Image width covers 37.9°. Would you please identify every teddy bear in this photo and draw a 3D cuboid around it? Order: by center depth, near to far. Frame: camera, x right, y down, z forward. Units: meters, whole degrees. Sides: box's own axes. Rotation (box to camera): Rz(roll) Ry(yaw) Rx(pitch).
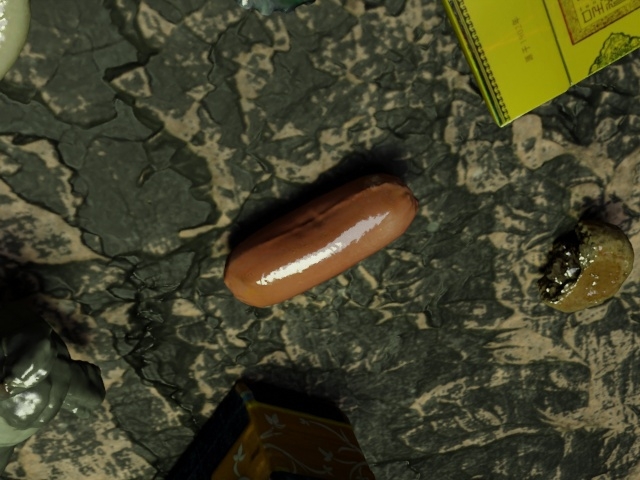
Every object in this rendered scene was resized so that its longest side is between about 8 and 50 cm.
[{"bbox_3d":[-0.295,0.134,0.838,0.251,0.144,0.171,-38,152,14],"label":"teddy bear"}]

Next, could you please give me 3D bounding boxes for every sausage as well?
[{"bbox_3d":[0.000,0.000,0.863,0.194,0.077,0.077,-29,132,6],"label":"sausage"}]

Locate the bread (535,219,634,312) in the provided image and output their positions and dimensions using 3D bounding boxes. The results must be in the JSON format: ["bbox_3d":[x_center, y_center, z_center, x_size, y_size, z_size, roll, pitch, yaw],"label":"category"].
[{"bbox_3d":[0.285,0.026,0.993,0.082,0.060,0.113,13,125,-27],"label":"bread"}]

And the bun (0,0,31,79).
[{"bbox_3d":[-0.277,-0.165,0.599,0.173,0.113,0.167,-11,124,-8],"label":"bun"}]

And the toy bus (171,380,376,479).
[{"bbox_3d":[-0.087,0.330,1.029,0.162,0.194,0.323,20,117,-32],"label":"toy bus"}]

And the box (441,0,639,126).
[{"bbox_3d":[0.244,-0.226,0.782,0.279,0.041,0.153,-30,133,6],"label":"box"}]

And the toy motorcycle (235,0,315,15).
[{"bbox_3d":[0.021,-0.301,0.573,0.327,0.143,0.188,-46,128,11],"label":"toy motorcycle"}]
